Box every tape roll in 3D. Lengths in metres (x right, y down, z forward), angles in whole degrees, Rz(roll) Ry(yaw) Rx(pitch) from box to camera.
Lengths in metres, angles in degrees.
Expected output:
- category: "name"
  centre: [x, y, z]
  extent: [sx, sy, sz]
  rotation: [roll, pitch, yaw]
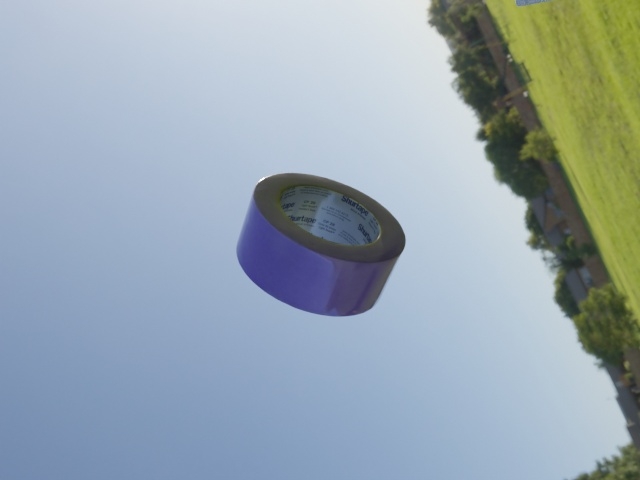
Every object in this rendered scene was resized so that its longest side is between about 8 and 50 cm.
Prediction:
- category: "tape roll"
  centre: [0.000, 0.000, 0.765]
  extent: [0.189, 0.080, 0.189]
  rotation: [15, -150, -9]

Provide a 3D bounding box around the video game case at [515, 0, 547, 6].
- category: "video game case"
  centre: [0.399, -0.392, 0.921]
  extent: [0.227, 0.207, 0.026]
  rotation: [-55, -44, -51]
